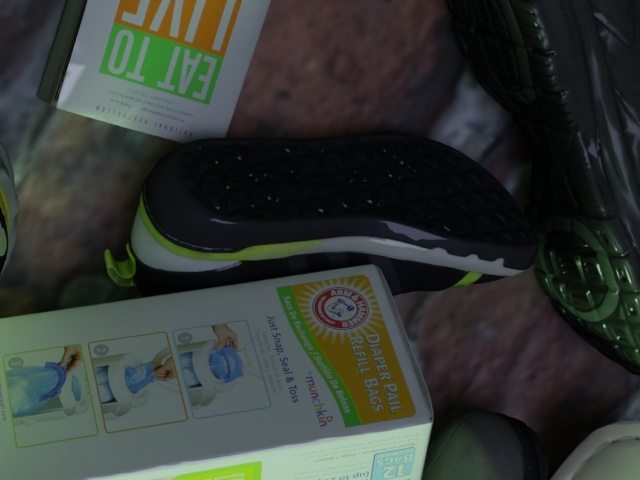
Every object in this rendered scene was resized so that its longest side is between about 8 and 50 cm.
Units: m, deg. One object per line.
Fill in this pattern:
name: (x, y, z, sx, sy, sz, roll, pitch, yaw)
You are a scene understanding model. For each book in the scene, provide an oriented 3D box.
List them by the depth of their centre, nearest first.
book: (-0.072, -0.125, 0.805, 0.096, 0.035, 0.144, 14, 98, -28)

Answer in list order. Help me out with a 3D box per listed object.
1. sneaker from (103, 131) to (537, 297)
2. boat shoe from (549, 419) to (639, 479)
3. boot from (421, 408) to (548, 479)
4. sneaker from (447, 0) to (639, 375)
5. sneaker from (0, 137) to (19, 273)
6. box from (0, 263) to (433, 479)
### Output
sneaker: (0.000, 0.000, 0.855, 0.234, 0.084, 0.097, 5, 135, -26)
boat shoe: (0.163, 0.256, 0.965, 0.116, 0.097, 0.324, 12, 99, 17)
boot: (-0.040, 0.200, 0.865, 0.223, 0.118, 0.338, 34, 84, -17)
sneaker: (0.172, -0.053, 0.882, 0.130, 0.109, 0.286, -27, 115, -19)
sneaker: (-0.315, 0.018, 0.682, 0.384, 0.147, 0.145, -21, 113, -14)
box: (-0.058, 0.097, 0.795, 0.203, 0.103, 0.114, -8, 139, -12)
